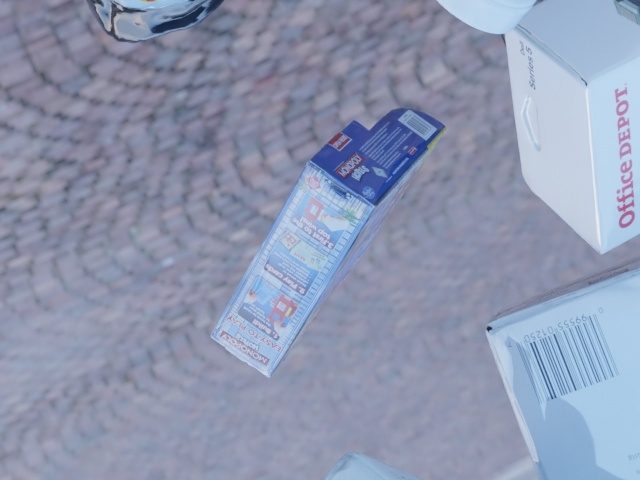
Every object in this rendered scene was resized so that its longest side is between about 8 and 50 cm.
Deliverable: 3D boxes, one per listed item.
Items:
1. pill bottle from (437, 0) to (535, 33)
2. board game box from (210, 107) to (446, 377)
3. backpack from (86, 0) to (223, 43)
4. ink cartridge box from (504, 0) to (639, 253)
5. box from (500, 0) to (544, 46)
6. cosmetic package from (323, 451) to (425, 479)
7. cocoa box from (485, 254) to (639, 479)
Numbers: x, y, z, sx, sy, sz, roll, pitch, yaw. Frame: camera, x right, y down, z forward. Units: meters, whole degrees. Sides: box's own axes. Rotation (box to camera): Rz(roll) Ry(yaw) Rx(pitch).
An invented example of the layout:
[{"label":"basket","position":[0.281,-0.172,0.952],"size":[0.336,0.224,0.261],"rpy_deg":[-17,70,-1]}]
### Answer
[{"label":"pill bottle","position":[0.148,-0.231,1.174],"size":[0.108,0.108,0.180],"rpy_deg":[-6,143,-45]},{"label":"board game box","position":[0.000,0.000,1.323],"size":[0.194,0.060,0.194],"rpy_deg":[-57,175,27]},{"label":"backpack","position":[-0.116,-0.326,1.137],"size":[0.273,0.290,0.355],"rpy_deg":[-13,164,11]},{"label":"ink cartridge box","position":[0.302,-0.141,1.441],"size":[0.273,0.115,0.198],"rpy_deg":[-29,137,-14]},{"label":"box","position":[0.264,-0.214,1.757],"size":[0.147,0.180,0.077],"rpy_deg":[-13,-165,46]},{"label":"cosmetic package","position":[0.120,0.412,1.362],"size":[0.329,0.327,0.394],"rpy_deg":[-56,151,0]},{"label":"cocoa box","position":[0.353,0.115,1.596],"size":[0.347,0.231,0.228],"rpy_deg":[-21,179,9]}]
